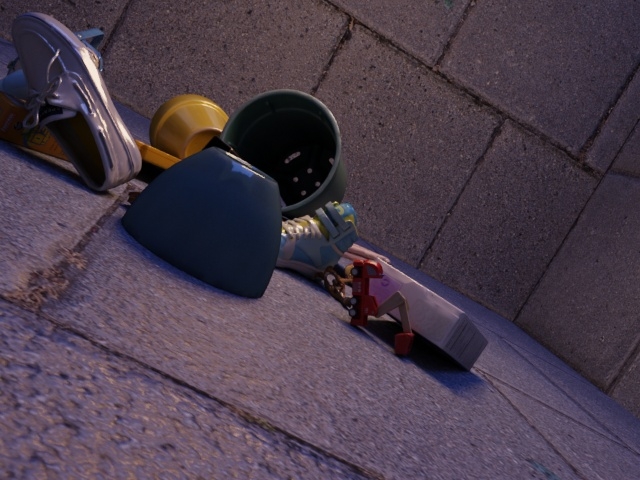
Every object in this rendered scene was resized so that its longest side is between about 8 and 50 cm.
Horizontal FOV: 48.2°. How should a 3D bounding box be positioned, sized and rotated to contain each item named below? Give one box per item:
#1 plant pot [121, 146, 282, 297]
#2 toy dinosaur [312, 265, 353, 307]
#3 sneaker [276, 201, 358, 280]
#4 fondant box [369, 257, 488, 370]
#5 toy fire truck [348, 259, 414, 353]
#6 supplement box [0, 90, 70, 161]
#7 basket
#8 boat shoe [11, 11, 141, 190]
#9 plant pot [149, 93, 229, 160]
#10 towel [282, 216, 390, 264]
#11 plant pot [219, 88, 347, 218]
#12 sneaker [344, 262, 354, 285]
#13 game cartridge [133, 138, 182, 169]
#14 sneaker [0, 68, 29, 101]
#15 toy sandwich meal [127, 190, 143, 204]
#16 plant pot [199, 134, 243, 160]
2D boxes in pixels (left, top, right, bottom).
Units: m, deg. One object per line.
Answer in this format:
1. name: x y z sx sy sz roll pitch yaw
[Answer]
1. plant pot: -0.183 -0.054 1.301 0.290 0.195 0.290 30 6 -4
2. toy dinosaur: 0.039 0.111 1.742 0.112 0.064 0.211 47 11 -14
3. sneaker: -0.036 -0.032 1.694 0.319 0.208 0.127 22 28 -51
4. fondant box: 0.245 0.179 1.669 0.238 0.096 0.330 33 -5 28
5. toy fire truck: 0.130 0.137 1.501 0.135 0.192 0.047 2 -3 17
6. supplement box: -0.567 -0.225 1.441 0.080 0.078 0.233 37 9 28
7. basket: -0.679 -0.441 1.858 0.201 0.254 0.289 37 15 -4
8. boat shoe: -0.494 -0.252 1.350 0.367 0.136 0.156 63 28 -13
9. plant pot: -0.369 -0.292 2.160 0.254 0.254 0.239 26 11 -33
10. towel: 0.000 0.000 2.153 0.317 0.053 0.332 19 4 -35
11. plant pot: -0.078 -0.207 2.038 0.341 0.341 0.334 32 -3 16
12. sneaker: 0.109 0.105 2.072 0.084 0.069 0.185 18 -6 40
13. game cartridge: -0.464 -0.234 1.913 0.324 0.052 0.285 21 -1 40
14. sneaker: -0.602 -0.293 1.617 0.150 0.135 0.366 -7 -17 2
15. toy sandwich meal: -0.341 -0.067 1.411 0.086 0.029 0.085 17 -28 10
16. plant pot: -0.235 -0.118 1.721 0.167 0.188 0.187 40 1 -27
